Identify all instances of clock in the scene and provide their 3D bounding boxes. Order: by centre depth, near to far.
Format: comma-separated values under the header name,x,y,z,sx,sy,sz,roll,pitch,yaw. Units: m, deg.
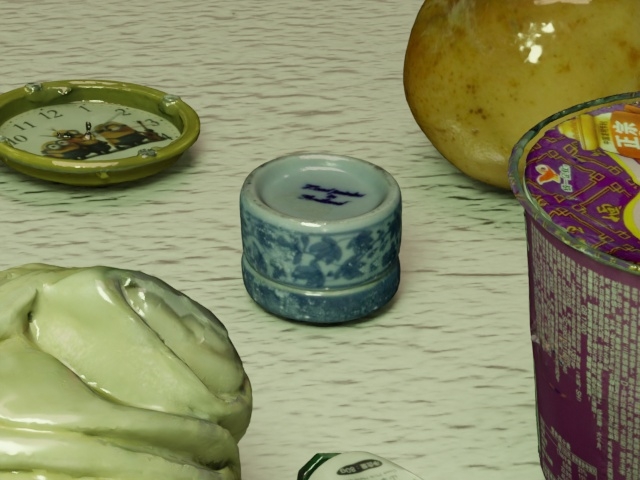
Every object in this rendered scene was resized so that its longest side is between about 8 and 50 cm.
name,x,y,z,sx,sy,sz,roll,pitch,yaw
clock,-0.240,-0.104,1.946,0.237,0.057,0.237,2,27,-1

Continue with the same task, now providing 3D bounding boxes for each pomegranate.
name,x,y,z,sx,sy,sz,roll,pitch,yaw
pomegranate,0.222,-0.174,1.881,0.307,0.307,0.307,1,28,0

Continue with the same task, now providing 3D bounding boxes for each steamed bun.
name,x,y,z,sx,sy,sz,roll,pitch,yaw
steamed bun,-0.153,0.122,1.285,0.268,0.207,0.280,34,17,-15

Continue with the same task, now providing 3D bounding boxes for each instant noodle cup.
name,x,y,z,sx,sy,sz,roll,pitch,yaw
instant noodle cup,0.303,0.068,1.421,0.340,0.265,0.340,0,28,0

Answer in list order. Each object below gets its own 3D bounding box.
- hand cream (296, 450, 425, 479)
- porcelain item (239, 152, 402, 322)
name,x,y,z,sx,sy,sz,roll,pitch,yaw
hand cream,0.076,0.213,1.272,0.121,0.076,0.336,-9,14,-25
porcelain item,0.000,0.000,1.694,0.147,0.114,0.147,0,30,0
